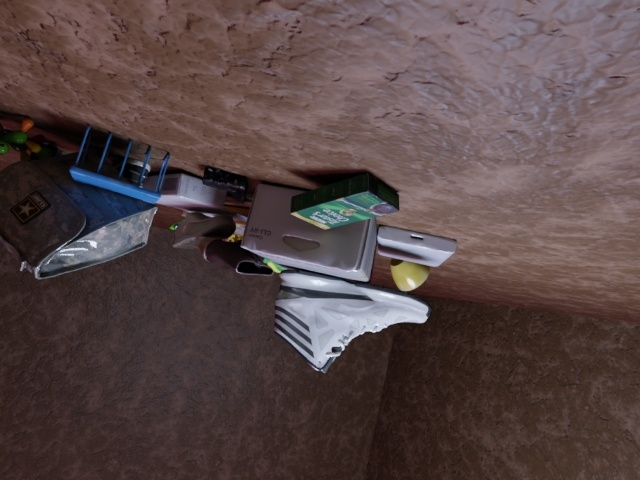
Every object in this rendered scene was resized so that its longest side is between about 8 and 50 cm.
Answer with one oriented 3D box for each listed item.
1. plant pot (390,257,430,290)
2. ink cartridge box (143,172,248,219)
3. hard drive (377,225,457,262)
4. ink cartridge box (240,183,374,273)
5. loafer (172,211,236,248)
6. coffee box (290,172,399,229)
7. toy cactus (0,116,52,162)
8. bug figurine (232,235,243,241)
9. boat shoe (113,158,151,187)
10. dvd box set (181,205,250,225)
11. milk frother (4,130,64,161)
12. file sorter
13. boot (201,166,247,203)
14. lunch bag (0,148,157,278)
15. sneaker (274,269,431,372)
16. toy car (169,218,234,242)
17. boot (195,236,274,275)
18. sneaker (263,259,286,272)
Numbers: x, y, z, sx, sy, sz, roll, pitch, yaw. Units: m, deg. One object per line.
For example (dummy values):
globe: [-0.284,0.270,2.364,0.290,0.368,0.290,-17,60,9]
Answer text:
plant pot: [0.298,0.094,1.446,0.095,0.134,0.134,47,157,-24]
ink cartridge box: [-0.357,-0.120,1.193,0.296,0.066,0.261,6,173,44]
hard drive: [0.271,0.023,1.226,0.202,0.040,0.307,12,172,10]
ink cartridge box: [0.000,0.000,1.078,0.279,0.161,0.385,11,172,11]
loafer: [-0.345,-0.040,1.194,0.268,0.092,0.101,-14,168,38]
coffee box: [0.045,-0.069,0.792,0.184,0.041,0.113,-12,157,37]
toy cactus: [-0.707,-0.237,0.890,0.218,0.112,0.180,1,-154,-47]
bug figurine: [-0.448,-0.054,1.808,0.216,0.072,0.279,0,161,37]
boat shoe: [-0.526,-0.153,1.112,0.084,0.079,0.233,13,167,-38]
dvd box set: [-0.234,-0.053,1.480,0.420,0.062,0.307,9,171,29]
milk frother: [-0.762,-0.197,1.074,0.143,0.135,0.129,13,142,-19]
file sorter: [-0.421,-0.157,0.885,0.170,0.105,0.118,18,172,-26]
boot: [-0.223,-0.129,0.972,0.099,0.045,0.121,12,165,-7]
lunch bag: [-0.568,-0.062,0.928,0.235,0.169,0.287,41,-143,11]
sneaker: [0.082,0.244,1.167,0.447,0.258,0.169,11,173,-8]
toy car: [-0.423,-0.036,1.483,0.224,0.053,0.239,14,171,-4]
boot: [-0.196,0.060,1.121,0.206,0.090,0.248,23,-176,38]
sneaker: [-0.161,0.039,1.510,0.123,0.110,0.295,-16,162,13]
